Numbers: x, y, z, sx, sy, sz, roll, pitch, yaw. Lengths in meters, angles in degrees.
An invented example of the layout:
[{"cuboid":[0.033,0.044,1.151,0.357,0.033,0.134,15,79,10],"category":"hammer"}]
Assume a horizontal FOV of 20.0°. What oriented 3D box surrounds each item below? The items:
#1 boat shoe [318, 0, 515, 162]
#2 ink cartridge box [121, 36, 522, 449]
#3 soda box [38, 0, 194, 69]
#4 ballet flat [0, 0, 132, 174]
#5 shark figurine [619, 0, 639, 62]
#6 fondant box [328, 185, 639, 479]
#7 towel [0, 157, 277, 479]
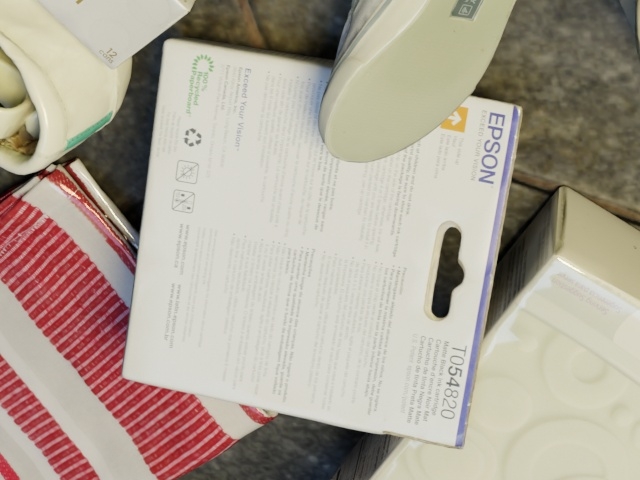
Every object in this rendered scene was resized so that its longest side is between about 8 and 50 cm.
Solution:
[{"cuboid":[0.060,-0.144,1.008,0.079,0.081,0.227,8,131,-31],"category":"boat shoe"},{"cuboid":[0.000,0.000,1.113,0.224,0.045,0.223,12,104,11],"category":"ink cartridge box"},{"cuboid":[-0.163,-0.204,1.036,0.074,0.069,0.216,-31,116,35],"category":"soda box"},{"cuboid":[-0.301,-0.166,1.073,0.400,0.139,0.139,29,132,-8],"category":"ballet flat"},{"cuboid":[0.207,-0.107,0.975,0.166,0.116,0.278,-17,121,31],"category":"shark figurine"},{"cuboid":[0.161,0.159,1.188,0.238,0.096,0.330,30,121,-9],"category":"fondant box"},{"cuboid":[-0.214,0.104,1.308,0.329,0.037,0.237,-31,102,36],"category":"towel"}]
